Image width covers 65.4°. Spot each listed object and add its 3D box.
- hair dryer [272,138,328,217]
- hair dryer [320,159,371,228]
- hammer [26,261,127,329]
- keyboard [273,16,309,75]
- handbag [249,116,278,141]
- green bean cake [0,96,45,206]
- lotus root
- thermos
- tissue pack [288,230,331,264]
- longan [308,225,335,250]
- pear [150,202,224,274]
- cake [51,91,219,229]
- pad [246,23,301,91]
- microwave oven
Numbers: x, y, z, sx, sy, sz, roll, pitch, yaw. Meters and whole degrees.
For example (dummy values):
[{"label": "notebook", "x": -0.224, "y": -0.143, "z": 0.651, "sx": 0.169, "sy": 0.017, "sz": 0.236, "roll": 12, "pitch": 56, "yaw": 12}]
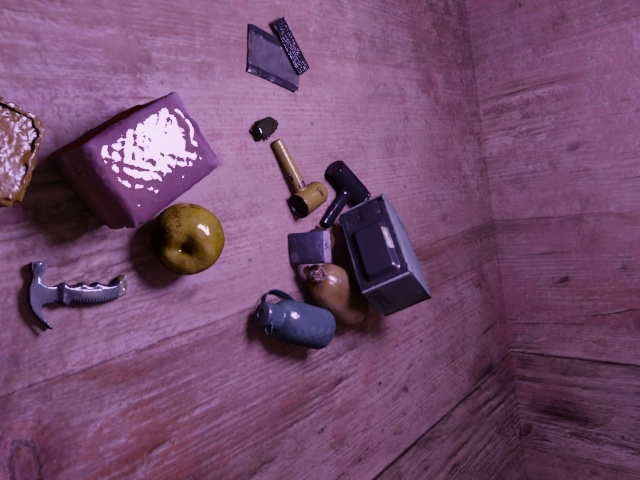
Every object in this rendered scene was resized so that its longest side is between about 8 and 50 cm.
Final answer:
[{"label": "hair dryer", "x": -0.081, "y": -0.230, "z": 1.744, "sx": 0.135, "sy": 0.090, "sz": 0.278, "roll": -40, "pitch": 110, "yaw": -40}, {"label": "hair dryer", "x": 0.073, "y": -0.154, "z": 1.902, "sx": 0.197, "sy": 0.089, "sz": 0.251, "roll": 46, "pitch": 62, "yaw": -35}, {"label": "hammer", "x": -0.582, "y": 0.126, "z": 1.207, "sx": 0.226, "sy": 0.041, "sz": 0.158, "roll": -1, "pitch": 89, "yaw": -47}, {"label": "keyboard", "x": -0.099, "y": -0.688, "z": 1.764, "sx": 0.074, "sy": 0.015, "sz": 0.196, "roll": -48, "pitch": 120, "yaw": -36}, {"label": "handbag", "x": -0.181, "y": -0.376, "z": 1.665, "sx": 0.111, "sy": 0.047, "sz": 0.072, "roll": -49, "pitch": 116, "yaw": -37}, {"label": "green bean cake", "x": -0.719, "y": -0.192, "z": 1.020, "sx": 0.230, "sy": 0.131, "sz": 0.224, "roll": 27, "pitch": 70, "yaw": -46}, {"label": "lotus root", "x": 0.058, "y": 0.185, "z": 1.803, "sx": 0.342, "sy": 0.151, "sz": 0.169, "roll": 49, "pitch": 52, "yaw": -38}, {"label": "thermos", "x": -0.093, "y": 0.256, "z": 1.656, "sx": 0.286, "sy": 0.145, "sz": 0.182, "roll": 26, "pitch": 37, "yaw": -42}, {"label": "tissue pack", "x": -0.038, "y": 0.026, "z": 1.710, "sx": 0.051, "sy": 0.156, "sz": 0.112, "roll": -4, "pitch": 90, "yaw": -51}, {"label": "longan", "x": 0.000, "y": 0.000, "z": 1.802, "sx": 0.113, "sy": 0.092, "sz": 0.113, "roll": 11, "pitch": 65, "yaw": -24}, {"label": "pear", "x": -0.358, "y": -0.009, "z": 1.358, "sx": 0.197, "sy": 0.197, "sz": 0.197, "roll": 4, "pitch": 84, "yaw": -47}, {"label": "cake", "x": -0.453, "y": -0.193, "z": 1.225, "sx": 0.309, "sy": 0.237, "sz": 0.230, "roll": -46, "pitch": 119, "yaw": -37}, {"label": "pad", "x": -0.159, "y": -0.627, "z": 1.728, "sx": 0.233, "sy": 0.022, "sz": 0.174, "roll": 6, "pitch": 84, "yaw": -45}, {"label": "microwave oven", "x": 0.224, "y": 0.059, "z": 1.836, "sx": 0.286, "sy": 0.218, "sz": 0.355, "roll": 42, "pitch": 28, "yaw": -52}]
